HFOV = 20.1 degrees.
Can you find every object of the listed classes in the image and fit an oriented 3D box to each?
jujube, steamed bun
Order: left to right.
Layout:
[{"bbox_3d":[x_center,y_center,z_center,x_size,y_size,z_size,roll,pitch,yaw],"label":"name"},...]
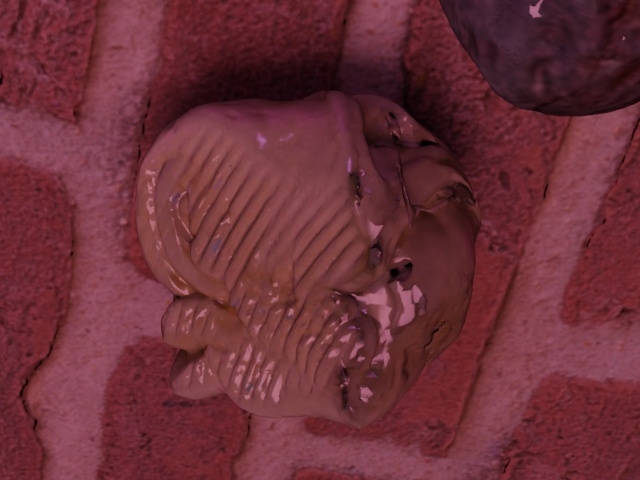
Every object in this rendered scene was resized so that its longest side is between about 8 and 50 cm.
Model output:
[{"bbox_3d":[0.000,0.000,1.498,0.280,0.207,0.268,6,106,33],"label":"steamed bun"},{"bbox_3d":[0.202,-0.229,1.245,0.215,0.246,0.308,20,135,-3],"label":"jujube"}]
